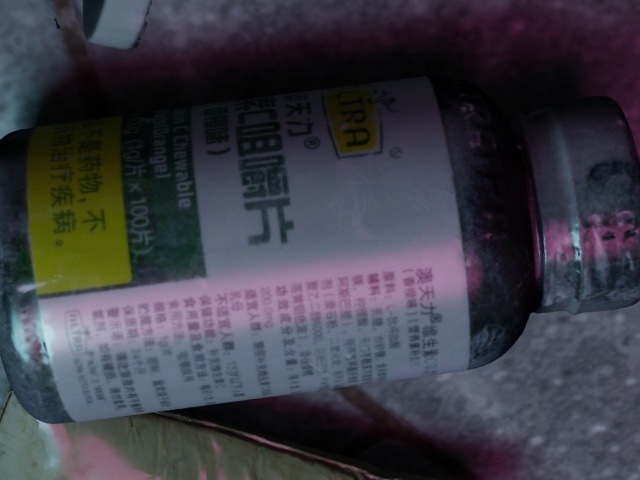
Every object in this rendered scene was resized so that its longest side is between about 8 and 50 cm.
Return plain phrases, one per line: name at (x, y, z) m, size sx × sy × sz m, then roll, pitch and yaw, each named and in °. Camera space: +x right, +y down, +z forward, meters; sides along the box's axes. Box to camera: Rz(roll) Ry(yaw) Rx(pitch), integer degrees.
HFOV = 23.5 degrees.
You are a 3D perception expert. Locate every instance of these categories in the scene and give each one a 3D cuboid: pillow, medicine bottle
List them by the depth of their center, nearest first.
medicine bottle at (0.000, 0.000, 0.723) m, size 0.293 × 0.141 × 0.141 m, roll -7°, pitch 130°, yaw -1°
pillow at (-0.062, 0.176, 0.903) m, size 0.302 × 0.075 × 0.185 m, roll 17°, pitch 127°, yaw -19°

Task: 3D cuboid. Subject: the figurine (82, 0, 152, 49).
figurine at (-0.176, -0.159, 0.578) m, size 0.236 × 0.133 × 0.176 m, roll 7°, pitch 119°, yaw -15°
